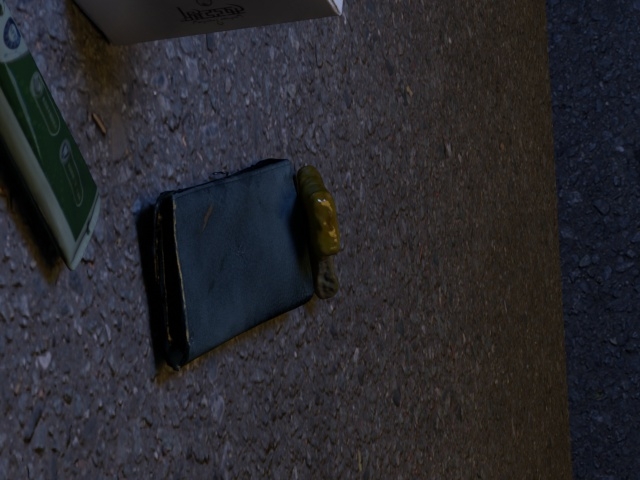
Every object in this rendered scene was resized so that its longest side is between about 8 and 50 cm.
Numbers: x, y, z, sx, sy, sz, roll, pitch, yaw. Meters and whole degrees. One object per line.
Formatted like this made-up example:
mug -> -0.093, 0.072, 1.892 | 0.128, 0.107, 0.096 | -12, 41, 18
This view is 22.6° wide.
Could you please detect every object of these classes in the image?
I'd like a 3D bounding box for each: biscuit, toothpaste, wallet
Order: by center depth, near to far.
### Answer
toothpaste -> -0.274, -0.137, 1.392 | 0.392, 0.061, 0.098 | 70, 26, -42
wallet -> -0.099, 0.016, 1.832 | 0.379, 0.046, 0.190 | -23, 108, -68
biscuit -> 0.000, 0.000, 2.020 | 0.183, 0.039, 0.174 | -116, -161, -77

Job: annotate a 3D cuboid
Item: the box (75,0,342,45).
box -> -0.103, -0.313, 1.587 | 0.111, 0.260, 0.194 | 53, 37, -56
